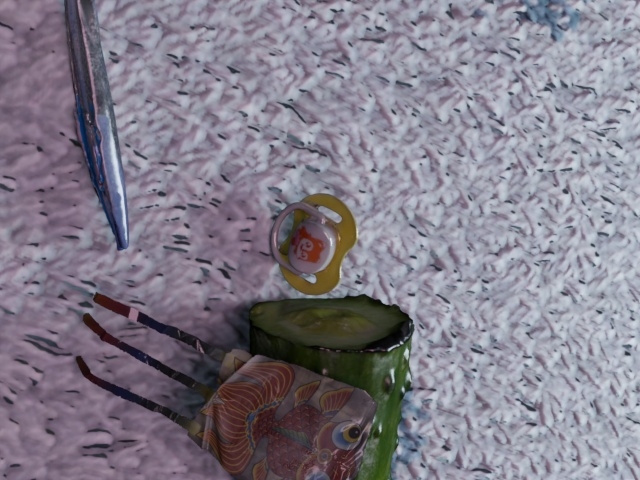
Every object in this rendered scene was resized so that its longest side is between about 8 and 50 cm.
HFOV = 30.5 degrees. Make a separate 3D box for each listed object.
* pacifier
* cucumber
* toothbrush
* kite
[{"bbox_3d":[0.000,0.000,0.930,0.064,0.068,0.083,-11,126,-60],"label":"pacifier"},{"bbox_3d":[0.001,0.166,0.918,0.134,0.134,0.244,-4,109,-27],"label":"cucumber"},{"bbox_3d":[-0.172,-0.192,0.808,0.042,0.035,0.413,-14,105,-28],"label":"toothbrush"},{"bbox_3d":[-0.077,0.118,0.848,0.229,0.016,0.127,26,109,4],"label":"kite"}]
